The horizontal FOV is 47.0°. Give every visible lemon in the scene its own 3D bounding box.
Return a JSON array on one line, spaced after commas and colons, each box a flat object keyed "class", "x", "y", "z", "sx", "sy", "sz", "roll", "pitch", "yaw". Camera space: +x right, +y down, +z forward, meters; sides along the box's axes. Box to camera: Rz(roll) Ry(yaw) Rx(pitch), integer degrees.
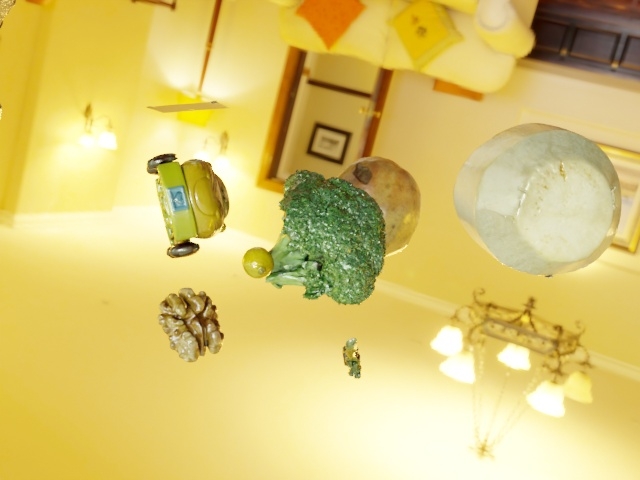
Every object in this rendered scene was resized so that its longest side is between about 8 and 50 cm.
[{"class": "lemon", "x": -0.121, "y": 0.044, "z": 1.430, "sx": 0.062, "sy": 0.062, "sz": 0.083, "roll": 12, "pitch": -161, "yaw": -17}]

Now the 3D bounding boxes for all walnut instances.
[{"class": "walnut", "x": -0.285, "y": 0.183, "z": 1.659, "sx": 0.142, "sy": 0.170, "sz": 0.069, "roll": -20, "pitch": 165, "yaw": -33}]

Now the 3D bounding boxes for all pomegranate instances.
[{"class": "pomegranate", "x": 0.150, "y": -0.088, "z": 2.034, "sx": 0.281, "sy": 0.281, "sz": 0.281, "roll": 14, "pitch": -171, "yaw": -2}]

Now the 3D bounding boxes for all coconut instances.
[{"class": "coconut", "x": 0.423, "y": -0.083, "z": 1.461, "sx": 0.322, "sy": 0.323, "sz": 0.323, "roll": 14, "pitch": -171, "yaw": -2}]

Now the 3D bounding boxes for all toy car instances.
[{"class": "toy car", "x": -0.250, "y": -0.074, "z": 1.441, "sx": 0.142, "sy": 0.201, "sz": 0.248, "roll": -14, "pitch": -176, "yaw": -15}]

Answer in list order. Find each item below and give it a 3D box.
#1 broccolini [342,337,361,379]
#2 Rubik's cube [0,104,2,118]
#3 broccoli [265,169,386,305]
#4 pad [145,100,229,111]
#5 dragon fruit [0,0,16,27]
[{"class": "broccolini", "x": 0.075, "y": 0.240, "z": 1.578, "sx": 0.071, "sy": 0.058, "sz": 0.254, "roll": 33, "pitch": 163, "yaw": 10}, {"class": "Rubik's cube", "x": -0.830, "y": -0.318, "z": 1.785, "sx": 0.111, "sy": 0.111, "sz": 0.093, "roll": 10, "pitch": -163, "yaw": -25}, {"class": "broccoli", "x": 0.000, "y": 0.000, "z": 1.504, "sx": 0.275, "sy": 0.308, "sz": 0.308, "roll": -23, "pitch": -178, "yaw": 12}, {"class": "pad", "x": -0.343, "y": -0.346, "z": 1.914, "sx": 0.193, "sy": 0.004, "sz": 0.116, "roll": -3, "pitch": -179, "yaw": 13}, {"class": "dragon fruit", "x": -0.827, "y": -0.543, "z": 1.638, "sx": 0.203, "sy": 0.283, "sz": 0.221, "roll": 25, "pitch": 166, "yaw": -12}]
